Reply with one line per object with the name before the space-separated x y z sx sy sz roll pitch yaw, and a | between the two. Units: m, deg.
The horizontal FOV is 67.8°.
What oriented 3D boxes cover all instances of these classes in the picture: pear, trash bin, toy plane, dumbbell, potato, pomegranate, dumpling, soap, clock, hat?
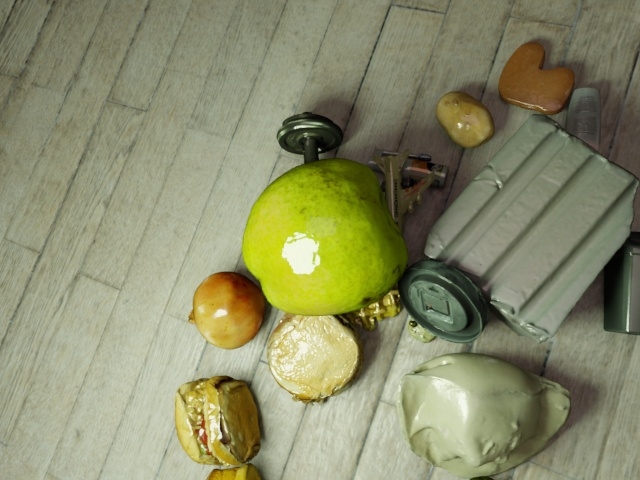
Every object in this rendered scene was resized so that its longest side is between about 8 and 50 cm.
pear | 0.000 0.000 1.122 0.391 0.391 0.391 -3 78 13
trash bin | 0.717 0.097 1.088 0.101 0.177 0.236 5 84 14
toy plane | 0.200 -0.117 1.279 0.229 0.092 0.244 -5 95 31
dumbbell | -0.026 -0.221 1.324 0.192 0.192 0.290 -8 76 12
potato | 0.388 -0.329 1.289 0.118 0.109 0.178 -46 65 24
pomegranate | -0.249 0.186 1.289 0.209 0.209 0.209 -3 78 13
dumpling | 0.372 0.420 1.121 0.395 0.233 0.315 -2 110 0
soap | 0.504 -0.029 1.145 0.350 0.213 0.435 39 90 21
clock | 0.283 0.143 1.116 0.226 0.226 0.049 39 58 18
hat | 0.267 0.223 1.232 0.077 0.059 0.076 30 92 13

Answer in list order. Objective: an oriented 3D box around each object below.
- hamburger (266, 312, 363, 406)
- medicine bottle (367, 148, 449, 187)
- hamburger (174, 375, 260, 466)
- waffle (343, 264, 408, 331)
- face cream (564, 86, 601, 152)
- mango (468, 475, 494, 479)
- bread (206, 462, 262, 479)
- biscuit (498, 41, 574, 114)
hamburger | -0.009 0.293 1.228 0.243 0.146 0.286 -5 89 17
medicine bottle | 0.245 -0.209 1.329 0.221 0.061 0.092 14 58 16
hamburger | -0.262 0.464 1.227 0.163 0.244 0.244 -20 75 9
waffle | 0.102 0.085 1.298 0.329 0.062 0.329 -3 77 13
face cream | 0.682 -0.294 1.237 0.084 0.057 0.198 7 82 19
mango | 0.353 0.657 1.089 0.151 0.120 0.221 40 84 15
bread | -0.196 0.690 1.174 0.142 0.195 0.269 -20 90 3
biscuit | 0.589 -0.443 1.286 0.192 0.036 0.186 28 86 26
